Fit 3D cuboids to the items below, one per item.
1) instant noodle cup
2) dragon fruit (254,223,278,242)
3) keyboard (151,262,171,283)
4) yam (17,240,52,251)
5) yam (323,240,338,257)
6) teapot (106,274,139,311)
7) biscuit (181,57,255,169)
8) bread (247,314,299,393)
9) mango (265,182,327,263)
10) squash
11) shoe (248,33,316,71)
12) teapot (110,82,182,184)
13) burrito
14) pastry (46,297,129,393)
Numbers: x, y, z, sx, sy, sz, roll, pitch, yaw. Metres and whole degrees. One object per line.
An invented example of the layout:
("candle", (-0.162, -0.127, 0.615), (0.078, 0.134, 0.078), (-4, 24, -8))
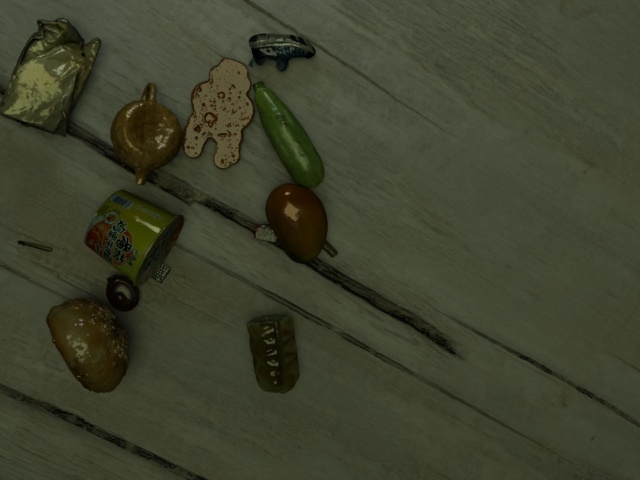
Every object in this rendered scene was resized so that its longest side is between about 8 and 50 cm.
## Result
("instant noodle cup", (-0.566, -0.016, 1.801), (0.200, 0.264, 0.264), (31, 96, -1))
("dragon fruit", (-0.168, -0.027, 1.919), (0.083, 0.060, 0.056), (8, 97, 4))
("keyboard", (-0.581, 0.061, 1.925), (0.198, 0.010, 0.063), (35, 93, -9))
("yam", (-0.904, 0.018, 1.889), (0.107, 0.014, 0.014), (15, 98, -7))
("yam", (0.000, 0.000, 1.953), (0.032, 0.032, 0.145), (-45, 101, 3))
("teapot", (-0.636, 0.168, 1.903), (0.098, 0.078, 0.129), (-22, 100, -1))
("biscuit", (-0.310, -0.395, 1.854), (0.202, 0.047, 0.333), (16, 100, -8))
("bread", (-0.149, 0.374, 1.954), (0.152, 0.130, 0.267), (-9, 101, -8))
("mango", (-0.064, -0.060, 1.860), (0.176, 0.139, 0.254), (-28, 105, 0))
("squash", (-0.104, -0.328, 1.848), (0.118, 0.118, 0.370), (-30, 98, 1))
("shoe", (-0.118, -0.574, 1.828), (0.207, 0.091, 0.106), (-3, 122, -8))
("teapot", (-0.532, -0.321, 1.801), (0.204, 0.167, 0.311), (6, 80, -33))
("burrito", (-0.785, -0.479, 1.756), (0.190, 0.135, 0.331), (24, 94, -17))
("pastry", (-0.685, 0.311, 1.824), (0.184, 0.284, 0.315), (-30, 126, -16))
